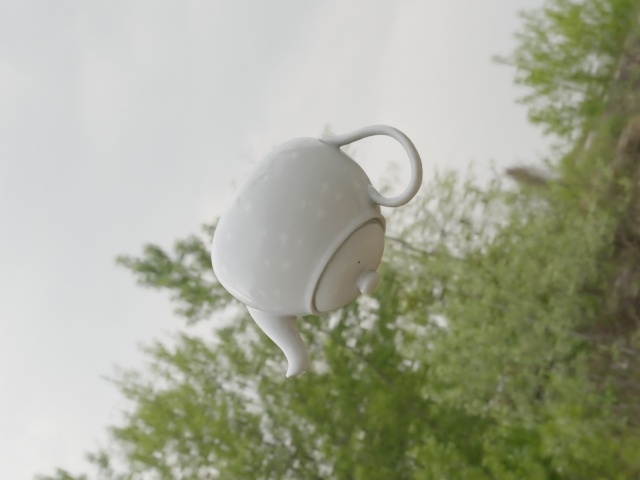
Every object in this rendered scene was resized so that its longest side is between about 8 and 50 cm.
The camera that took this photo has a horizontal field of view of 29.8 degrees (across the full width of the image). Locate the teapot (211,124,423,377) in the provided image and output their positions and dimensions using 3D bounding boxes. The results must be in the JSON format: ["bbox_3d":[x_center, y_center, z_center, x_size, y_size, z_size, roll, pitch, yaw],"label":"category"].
[{"bbox_3d":[0.000,0.000,1.534,0.252,0.187,0.256,-43,-25,-31],"label":"teapot"}]
